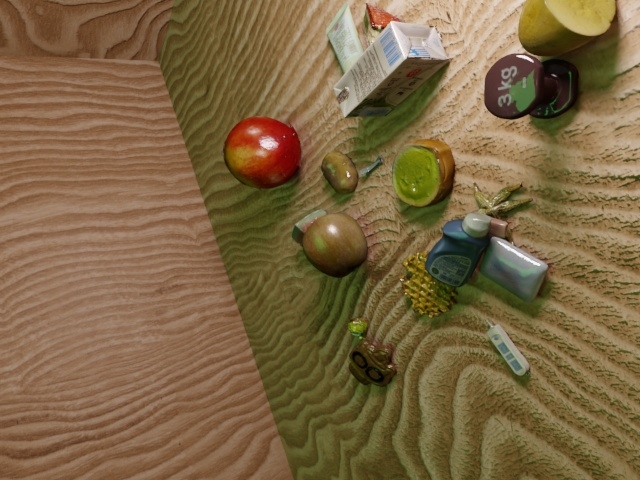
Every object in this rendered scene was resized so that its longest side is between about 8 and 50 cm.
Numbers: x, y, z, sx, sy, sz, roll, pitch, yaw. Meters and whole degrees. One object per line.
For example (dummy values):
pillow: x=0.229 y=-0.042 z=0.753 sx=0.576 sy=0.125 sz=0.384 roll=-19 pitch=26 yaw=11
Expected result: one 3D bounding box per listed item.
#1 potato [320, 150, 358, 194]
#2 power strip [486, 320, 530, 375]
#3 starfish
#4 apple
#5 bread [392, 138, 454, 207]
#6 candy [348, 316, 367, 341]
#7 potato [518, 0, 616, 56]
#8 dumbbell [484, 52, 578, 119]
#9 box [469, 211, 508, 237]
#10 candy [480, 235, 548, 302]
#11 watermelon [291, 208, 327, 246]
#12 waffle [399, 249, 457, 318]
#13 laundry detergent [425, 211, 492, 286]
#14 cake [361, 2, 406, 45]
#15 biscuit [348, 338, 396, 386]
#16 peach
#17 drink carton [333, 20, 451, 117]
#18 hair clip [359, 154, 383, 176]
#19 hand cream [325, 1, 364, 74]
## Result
potato: x=0.067 y=-0.277 z=1.722 sx=0.200 sy=0.081 sz=0.164 roll=52 pitch=138 yaw=27
power strip: x=0.564 y=0.324 z=1.270 sx=0.191 sy=0.030 sz=0.047 roll=58 pitch=141 yaw=23
starfish: x=0.505 y=-0.084 z=1.205 sx=0.217 sy=0.050 sz=0.223 roll=59 pitch=148 yaw=9
apple: x=0.062 y=0.023 z=1.684 sx=0.234 sy=0.256 sz=0.257 roll=60 pitch=143 yaw=18
bread: x=0.332 y=-0.220 z=1.372 sx=0.236 sy=0.070 sz=0.236 roll=24 pitch=120 yaw=50
candy: x=0.190 y=0.459 z=1.833 sx=0.077 sy=0.073 sz=0.262 roll=-12 pitch=99 yaw=34
potato: x=0.521 y=-0.495 z=0.932 sx=0.158 sy=0.178 sz=0.204 roll=136 pitch=128 yaw=-75
dumbbell: x=0.487 y=-0.350 z=0.963 sx=0.124 sy=0.225 sz=0.140 roll=13 pitch=110 yaw=50
box: x=0.478 y=-0.044 z=1.202 sx=0.115 sy=0.025 sz=0.048 roll=26 pitch=135 yaw=41
candy: x=0.539 y=0.081 z=1.180 sx=0.174 sy=0.071 sz=0.138 roll=39 pitch=137 yaw=41
watermelon: x=0.000 y=0.000 z=1.904 sx=0.257 sy=0.139 sz=0.193 roll=52 pitch=148 yaw=19
waffle: x=0.372 y=0.157 z=1.470 sx=0.228 sy=0.051 sz=0.232 roll=-34 pitch=74 yaw=51
laundry detergent: x=0.418 y=0.017 z=1.245 sx=0.143 sy=0.094 sz=0.290 roll=32 pitch=144 yaw=17
cake: x=0.171 y=-0.710 z=1.383 sx=0.220 sy=0.116 sz=0.086 roll=49 pitch=144 yaw=32
biscuit: x=0.216 y=0.533 z=1.784 sx=0.208 sy=0.041 sz=0.290 roll=43 pitch=136 yaw=12
peach: x=-0.256 y=-0.410 z=1.925 sx=0.370 sy=0.370 sz=0.370 roll=24 pitch=121 yaw=49
drink carton: x=0.213 y=-0.526 z=1.319 sx=0.324 sy=0.194 sz=0.132 roll=-31 pitch=74 yaw=55
hair clip: x=0.192 y=-0.279 z=1.578 sx=0.115 sy=0.039 sz=0.030 roll=-39 pitch=75 yaw=51
hand cream: x=0.101 y=-0.686 z=1.514 sx=0.147 sy=0.093 sz=0.306 roll=-35 pitch=71 yaw=52
